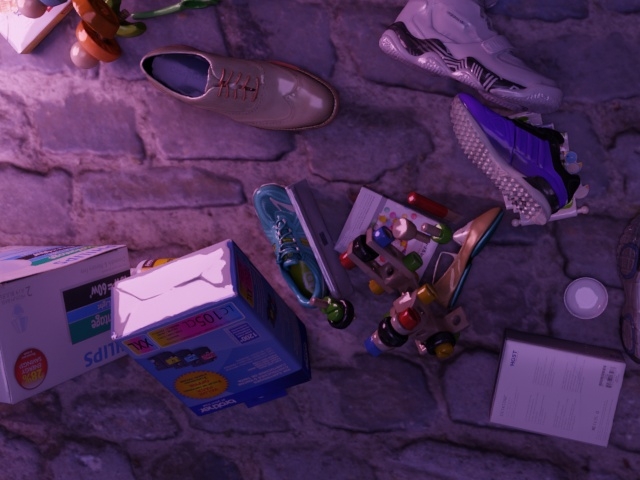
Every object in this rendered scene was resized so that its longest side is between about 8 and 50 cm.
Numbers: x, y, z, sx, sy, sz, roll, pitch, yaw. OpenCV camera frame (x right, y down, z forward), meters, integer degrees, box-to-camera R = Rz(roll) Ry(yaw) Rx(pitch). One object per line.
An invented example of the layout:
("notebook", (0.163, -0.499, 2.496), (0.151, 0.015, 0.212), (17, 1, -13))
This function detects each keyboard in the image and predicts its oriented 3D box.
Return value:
("keyboard", (0.000, 0.000, 1.893), (0.014, 0.072, 0.256), (-20, 96, 31))

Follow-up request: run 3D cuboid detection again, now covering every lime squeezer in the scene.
("lime squeezer", (-0.243, -0.511, 1.857), (0.310, 0.059, 0.110), (-39, 91, 15))

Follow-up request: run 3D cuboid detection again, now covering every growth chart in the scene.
("growth chart", (0.416, -0.142, 1.813), (0.172, 0.021, 0.237), (-19, 96, 13))

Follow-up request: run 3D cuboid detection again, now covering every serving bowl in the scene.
("serving bowl", (0.519, 0.110, 1.833), (0.083, 0.027, 0.083), (2, 101, 10))

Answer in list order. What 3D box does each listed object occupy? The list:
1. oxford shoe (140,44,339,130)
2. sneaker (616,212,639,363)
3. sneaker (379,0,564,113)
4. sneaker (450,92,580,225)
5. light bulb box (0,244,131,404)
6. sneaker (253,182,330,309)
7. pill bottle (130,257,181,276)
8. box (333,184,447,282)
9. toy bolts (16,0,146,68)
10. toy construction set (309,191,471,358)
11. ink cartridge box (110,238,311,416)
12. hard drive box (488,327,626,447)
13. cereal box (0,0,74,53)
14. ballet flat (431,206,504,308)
("oxford shoe", (-0.163, -0.292, 1.832), (0.397, 0.146, 0.140), (11, 101, 9))
("sneaker", (0.641, 0.085, 1.781), (0.129, 0.111, 0.297), (-5, 103, -4))
("sneaker", (0.298, -0.377, 1.697), (0.366, 0.137, 0.210), (27, 97, 25))
("sneaker", (0.373, -0.178, 1.759), (0.146, 0.102, 0.293), (-36, 79, -12))
("light bulb box", (-0.612, 0.149, 1.842), (0.361, 0.358, 0.225), (-1, 101, 31))
("sneaker", (-0.054, 0.010, 1.885), (0.107, 0.110, 0.275), (-25, 94, 14))
("pill bottle", (-0.308, 0.095, 1.945), (0.215, 0.117, 0.117), (-4, 99, 11))
("box", (0.140, -0.007, 1.881), (0.186, 0.038, 0.145), (26, 104, 4))
("toy bolts", (-0.491, -0.439, 1.824), (0.158, 0.218, 0.228), (-39, 99, 16))
("toy construction set", (0.189, 0.083, 1.782), (0.237, 0.257, 0.309), (20, 105, -38))
("ink cartridge box", (-0.194, 0.198, 1.857), (0.270, 0.151, 0.395), (-20, 140, 14))
("hard drive box", (0.462, 0.289, 1.844), (0.232, 0.089, 0.181), (11, 102, 8))
("cereal box", (-0.636, -0.531, 1.932), (0.173, 0.047, 0.240), (-42, 90, 14))
("ballet flat", (0.277, 0.024, 1.842), (0.073, 0.080, 0.232), (31, 104, 16))
